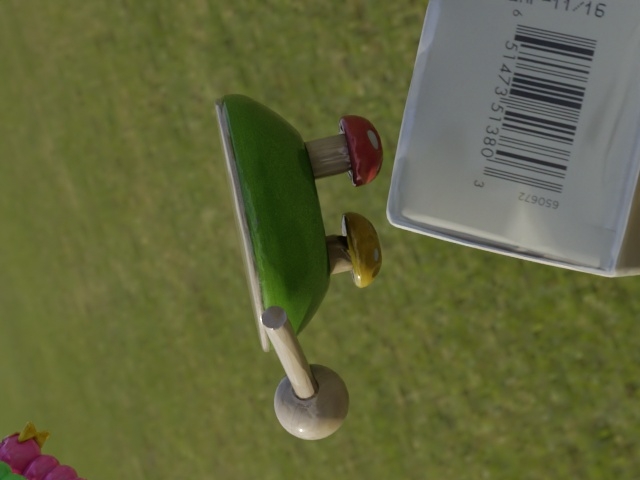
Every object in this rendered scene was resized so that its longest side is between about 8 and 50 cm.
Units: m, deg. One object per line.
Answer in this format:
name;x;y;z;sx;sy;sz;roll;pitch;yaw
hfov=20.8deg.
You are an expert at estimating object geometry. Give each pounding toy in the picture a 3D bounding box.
pounding toy;0.000;0.000;1.211;0.183;0.110;0.237;84;173;-55

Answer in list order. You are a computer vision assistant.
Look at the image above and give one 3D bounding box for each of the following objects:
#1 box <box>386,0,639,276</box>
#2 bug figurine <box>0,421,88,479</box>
box;0.160;-0.064;0.936;0.121;0.311;0.148;14;98;25
bug figurine;-0.243;0.125;1.109;0.216;0.072;0.279;33;177;15
